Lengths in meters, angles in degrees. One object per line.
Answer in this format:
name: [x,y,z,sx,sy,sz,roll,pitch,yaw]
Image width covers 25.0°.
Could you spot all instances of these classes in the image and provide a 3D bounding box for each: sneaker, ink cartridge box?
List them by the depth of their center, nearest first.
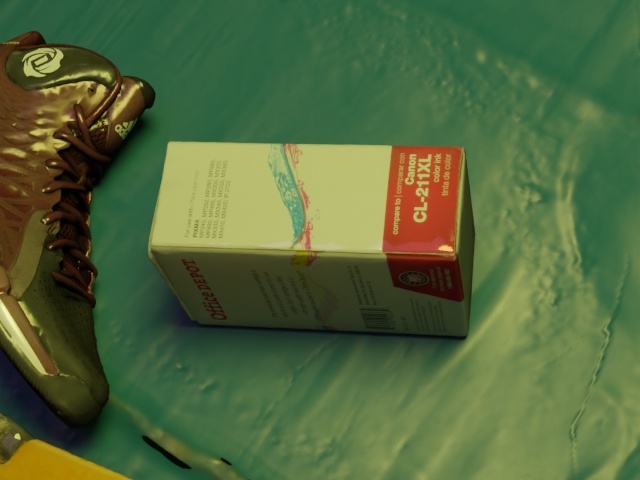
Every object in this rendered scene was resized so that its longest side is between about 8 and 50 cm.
ink cartridge box: [0.000,0.000,0.857,0.175,0.127,0.072,2,67,10]
sneaker: [-0.161,-0.031,0.912,0.162,0.106,0.281,-30,66,-7]

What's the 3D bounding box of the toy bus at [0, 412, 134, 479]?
toy bus: [-0.125,0.175,0.708,0.333,0.130,0.108,8,52,52]
